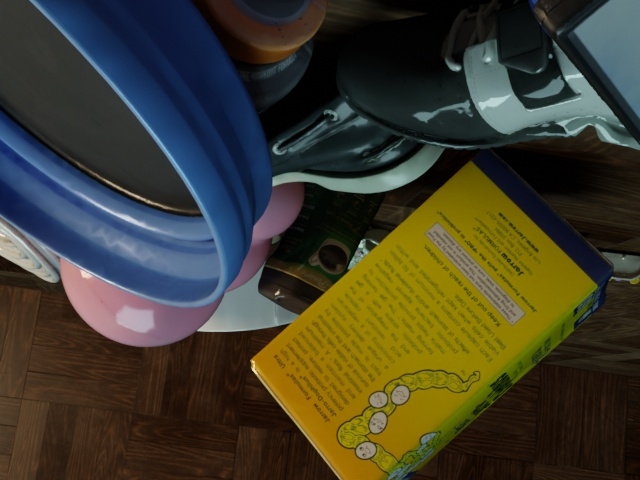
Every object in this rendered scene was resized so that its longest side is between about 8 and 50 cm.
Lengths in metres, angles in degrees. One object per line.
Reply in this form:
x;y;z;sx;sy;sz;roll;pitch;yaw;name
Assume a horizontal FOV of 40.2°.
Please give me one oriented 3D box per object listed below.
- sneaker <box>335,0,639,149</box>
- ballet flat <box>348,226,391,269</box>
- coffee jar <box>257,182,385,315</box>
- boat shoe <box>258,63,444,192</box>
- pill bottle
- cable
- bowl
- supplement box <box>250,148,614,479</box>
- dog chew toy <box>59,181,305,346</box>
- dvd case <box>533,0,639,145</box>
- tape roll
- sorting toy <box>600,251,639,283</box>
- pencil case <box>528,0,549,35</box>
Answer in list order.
0.165;-0.139;0.571;0.330;0.122;0.146;5;150;16;sneaker
0.113;0.023;1.379;0.241;0.091;0.077;14;144;-43;ballet flat
0.000;0.000;1.048;0.096;0.184;0.079;31;170;-35;coffee jar
-0.050;-0.110;0.792;0.340;0.127;0.113;9;145;47;boat shoe
-0.089;-0.139;0.623;0.130;0.130;0.246;13;166;-26;pill bottle
-0.424;-0.046;1.148;0.257;0.089;0.257;15;155;37;cable
-0.201;-0.109;0.573;0.391;0.077;0.391;29;155;15;bowl
0.133;0.103;1.002;0.195;0.356;0.194;48;-177;20;supplement box
-0.152;-0.013;1.019;0.332;0.206;0.206;-34;145;30;dog chew toy
0.226;-0.138;0.368;0.253;0.022;0.180;-39;148;20;dvd case
-0.125;0.045;1.294;0.286;0.100;0.286;-1;-168;0;tape roll
0.458;0.038;1.354;0.083;0.045;0.075;7;-173;2;sorting toy
0.084;-0.179;0.348;0.119;0.133;0.306;-31;150;27;pencil case
